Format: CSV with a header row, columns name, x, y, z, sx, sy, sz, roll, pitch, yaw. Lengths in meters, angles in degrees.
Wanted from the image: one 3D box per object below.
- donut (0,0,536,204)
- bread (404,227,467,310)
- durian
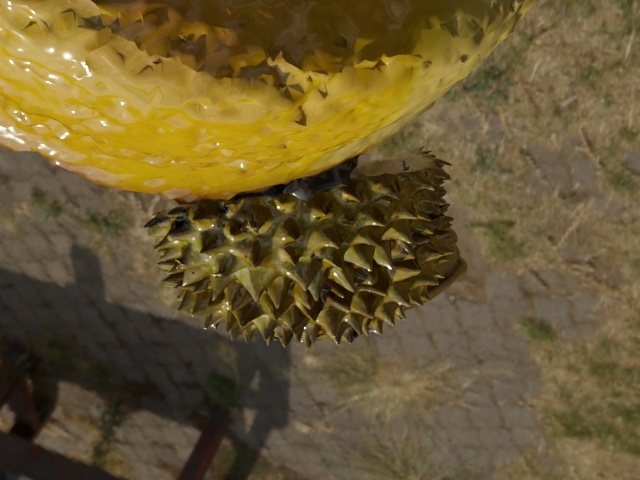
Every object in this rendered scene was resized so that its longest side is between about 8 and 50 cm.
name,x,y,z,sx,sy,sz,roll,pitch,yaw
donut,-0.027,-0.230,0.470,0.377,0.435,0.163,31,166,-18
bread,0.043,0.006,0.994,0.200,0.116,0.077,19,130,45
durian,-0.003,0.010,0.709,0.183,0.249,0.138,18,110,57
